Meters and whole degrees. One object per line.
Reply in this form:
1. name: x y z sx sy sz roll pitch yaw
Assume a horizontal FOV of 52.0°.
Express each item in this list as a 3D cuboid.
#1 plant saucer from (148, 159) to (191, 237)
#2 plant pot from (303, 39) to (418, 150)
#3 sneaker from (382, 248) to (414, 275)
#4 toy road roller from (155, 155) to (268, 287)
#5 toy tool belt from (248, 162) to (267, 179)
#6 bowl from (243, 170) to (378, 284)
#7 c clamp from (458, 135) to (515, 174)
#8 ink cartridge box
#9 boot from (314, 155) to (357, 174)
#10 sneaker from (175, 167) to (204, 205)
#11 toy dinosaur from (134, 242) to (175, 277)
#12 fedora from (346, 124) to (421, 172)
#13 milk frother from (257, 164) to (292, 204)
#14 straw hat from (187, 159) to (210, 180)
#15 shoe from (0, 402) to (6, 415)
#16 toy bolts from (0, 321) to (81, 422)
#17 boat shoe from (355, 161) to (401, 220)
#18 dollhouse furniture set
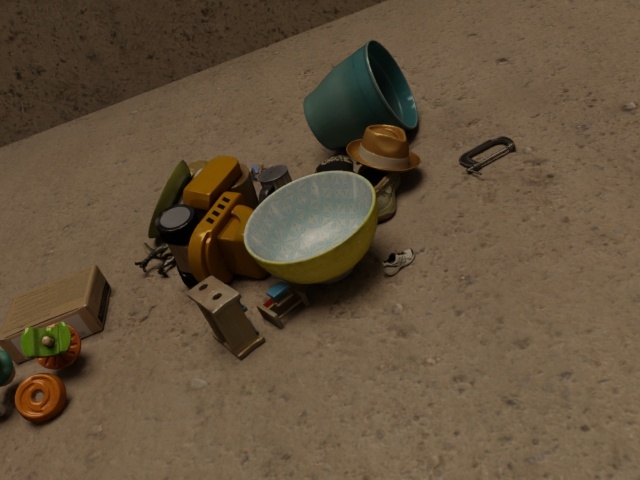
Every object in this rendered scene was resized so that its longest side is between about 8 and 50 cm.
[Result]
1. plant saucer: -0.417 -0.110 1.848 0.037 0.241 0.241 23 37 -3
2. plant pot: 0.101 -0.388 1.879 0.255 0.271 0.271 -24 27 28
3. sneaker: 0.163 0.037 1.357 0.083 0.037 0.032 -38 32 -27
4. toy road roller: -0.207 -0.032 1.567 0.241 0.202 0.329 9 47 25
5. toy tool belt: -0.198 -0.210 1.977 0.083 0.051 0.052 3 38 37
6. bowl: 0.000 0.000 1.394 0.290 0.156 0.289 -16 37 13
7. c clamp: 0.411 -0.207 1.600 0.161 0.022 0.137 -32 26 -13
8. ink cartridge box: -0.652 0.179 1.625 0.235 0.088 0.193 -21 31 2
9. boot: -0.011 -0.114 1.578 0.236 0.085 0.178 -27 23 11
10. sneaker: -0.302 -0.109 1.841 0.153 0.099 0.282 -1 44 14
11. toy dinosaur: -0.412 0.038 1.719 0.268 0.064 0.118 -9 36 42
12. fedora: 0.161 -0.237 1.621 0.194 0.079 0.194 6 31 -3
13. milk frother: -0.073 -0.111 1.652 0.143 0.134 0.129 -13 32 16
14. straw hat: -0.375 -0.174 2.027 0.145 0.061 0.144 -11 58 18
15. shoe: -0.755 0.382 1.403 0.178 0.063 0.081 -8 37 29
16. toy bolts: -0.637 0.293 1.421 0.229 0.158 0.218 -5 70 -7
17. boat shoe: 0.140 -0.154 1.622 0.105 0.089 0.285 -16 31 12
18. dollhouse furniture set: -0.147 0.119 1.339 0.184 0.129 0.129 -37 33 -21
